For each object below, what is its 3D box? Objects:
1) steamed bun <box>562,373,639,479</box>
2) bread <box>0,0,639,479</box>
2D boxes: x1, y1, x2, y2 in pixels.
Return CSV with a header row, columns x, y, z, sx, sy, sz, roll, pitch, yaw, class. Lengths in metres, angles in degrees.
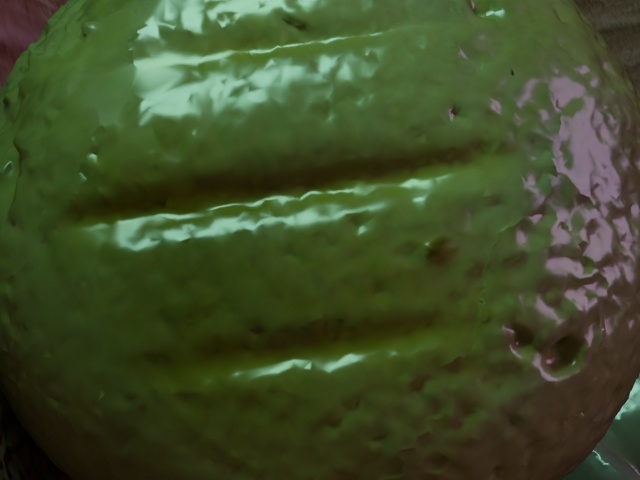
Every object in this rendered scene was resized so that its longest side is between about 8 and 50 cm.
x,y,z,sx,sy,sz,roll,pitch,yaw,class
0.161,0.218,1.303,0.310,0.219,0.324,61,-32,22,steamed bun
0.000,0.001,0.923,0.237,0.320,0.320,-78,146,-86,bread
